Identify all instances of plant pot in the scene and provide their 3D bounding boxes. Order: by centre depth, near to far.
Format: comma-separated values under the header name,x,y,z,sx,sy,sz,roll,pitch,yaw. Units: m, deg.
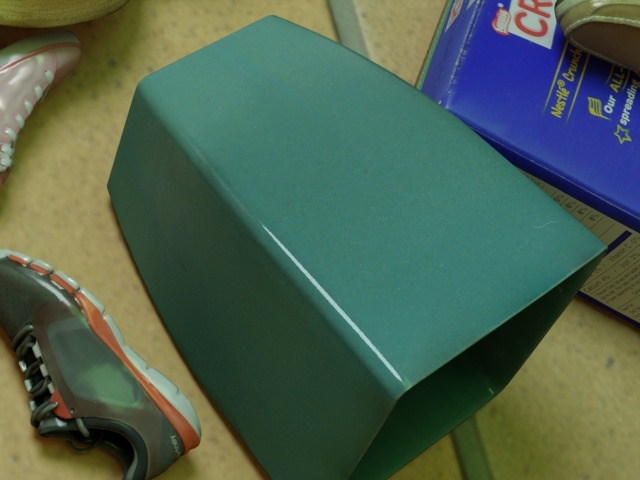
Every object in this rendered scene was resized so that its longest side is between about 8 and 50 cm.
name,x,y,z,sx,sy,sz,roll,pitch,yaw
plant pot,0.000,0.000,0.929,0.166,0.165,0.234,-31,71,-33

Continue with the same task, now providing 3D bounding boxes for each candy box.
name,x,y,z,sx,sy,sz,roll,pitch,yaw
candy box,0.227,-0.085,1.097,0.317,0.122,0.268,28,57,-9

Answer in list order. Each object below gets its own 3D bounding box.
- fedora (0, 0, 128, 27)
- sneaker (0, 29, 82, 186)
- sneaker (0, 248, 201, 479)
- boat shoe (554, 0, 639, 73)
name,x,y,z,sx,sy,sz,roll,pitch,yaw
fedora,-0.196,-0.184,0.983,0.194,0.079,0.194,15,56,-23
sneaker,-0.182,-0.066,0.948,0.134,0.051,0.070,-30,80,-30
sneaker,-0.136,0.071,0.889,0.158,0.061,0.065,42,61,3
boat shoe,0.228,-0.109,1.000,0.190,0.068,0.072,6,73,-20
